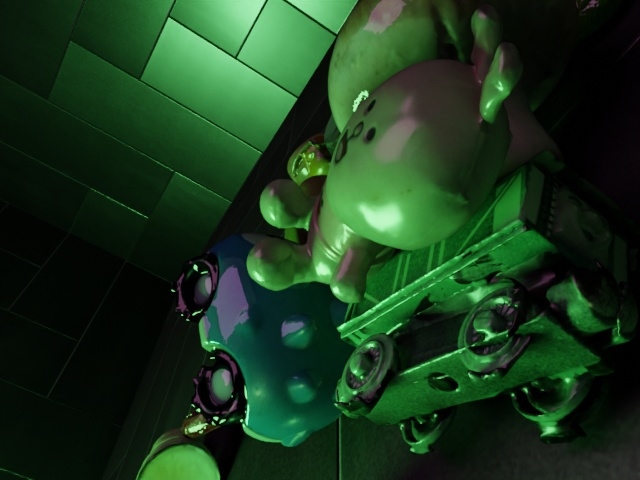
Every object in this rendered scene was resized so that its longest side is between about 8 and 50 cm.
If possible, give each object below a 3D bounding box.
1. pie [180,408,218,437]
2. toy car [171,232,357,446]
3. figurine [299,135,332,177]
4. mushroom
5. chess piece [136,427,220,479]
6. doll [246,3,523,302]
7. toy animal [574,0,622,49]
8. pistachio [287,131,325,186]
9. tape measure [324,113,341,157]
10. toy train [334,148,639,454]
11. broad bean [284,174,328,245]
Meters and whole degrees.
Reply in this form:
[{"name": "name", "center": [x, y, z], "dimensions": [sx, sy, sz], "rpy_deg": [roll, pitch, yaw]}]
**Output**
[{"name": "pie", "center": [-0.170, 0.282, 0.913], "dimensions": [0.154, 0.036, 0.154], "rpy_deg": [-30, -3, -2]}, {"name": "toy car", "center": [-0.038, 0.096, 0.630], "dimensions": [0.190, 0.188, 0.255], "rpy_deg": [-34, 57, 26]}, {"name": "figurine", "center": [0.008, -0.132, 1.134], "dimensions": [0.122, 0.121, 0.176], "rpy_deg": [-34, -25, -56]}, {"name": "mushroom", "center": [0.136, -0.138, 0.506], "dimensions": [0.243, 0.243, 0.243], "rpy_deg": [-53, 17, 25]}, {"name": "chess piece", "center": [-0.254, 0.395, 0.960], "dimensions": [0.133, 0.133, 0.243], "rpy_deg": [-65, 12, -12]}, {"name": "doll", "center": [0.054, -0.045, 0.417], "dimensions": [0.275, 0.113, 0.155], "rpy_deg": [-37, 36, 41]}, {"name": "toy animal", "center": [0.258, -0.226, 0.577], "dimensions": [0.217, 0.041, 0.075], "rpy_deg": [-48, 26, 51]}, {"name": "pistachio", "center": [-0.010, -0.175, 1.228], "dimensions": [0.149, 0.113, 0.113], "rpy_deg": [-40, 21, 14]}, {"name": "tape measure", "center": [0.121, -0.197, 0.779], "dimensions": [0.262, 0.138, 0.259], "rpy_deg": [-33, 31, 59]}, {"name": "toy train", "center": [0.110, 0.068, 0.412], "dimensions": [0.269, 0.115, 0.154], "rpy_deg": [-42, 16, 49]}, {"name": "broad bean", "center": [0.000, 0.000, 0.803], "dimensions": [0.263, 0.121, 0.189], "rpy_deg": [-40, 59, 56]}]
